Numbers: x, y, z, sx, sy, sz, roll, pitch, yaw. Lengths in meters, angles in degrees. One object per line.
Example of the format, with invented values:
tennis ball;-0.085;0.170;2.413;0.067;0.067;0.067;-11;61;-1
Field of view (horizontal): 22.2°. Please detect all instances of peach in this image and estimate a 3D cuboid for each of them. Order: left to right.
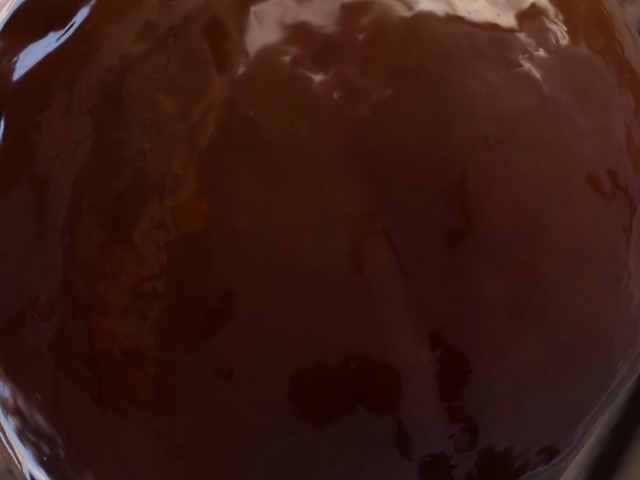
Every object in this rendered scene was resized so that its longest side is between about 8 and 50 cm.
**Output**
peach;0.000;0.000;0.736;0.343;0.301;0.343;-24;-6;-3
